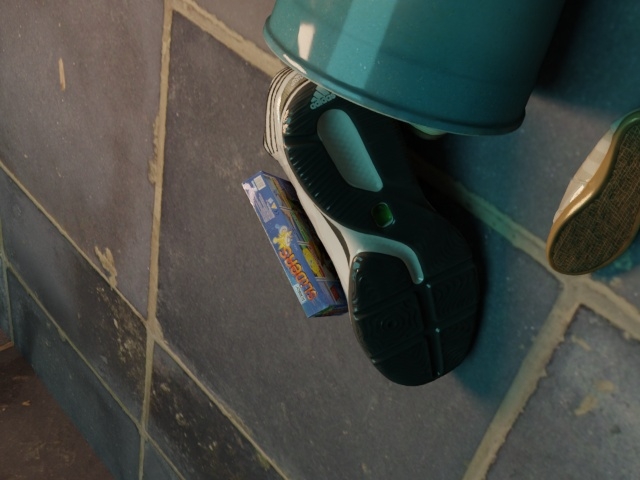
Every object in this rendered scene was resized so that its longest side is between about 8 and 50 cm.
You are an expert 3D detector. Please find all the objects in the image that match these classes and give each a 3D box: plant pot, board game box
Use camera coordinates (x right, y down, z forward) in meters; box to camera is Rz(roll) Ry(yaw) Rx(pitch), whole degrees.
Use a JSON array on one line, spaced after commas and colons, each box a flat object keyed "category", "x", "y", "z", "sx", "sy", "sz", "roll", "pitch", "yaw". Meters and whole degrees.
[{"category": "plant pot", "x": 0.110, "y": -0.272, "z": 0.670, "sx": 0.272, "sy": 0.272, "sz": 0.255, "roll": 39, "pitch": 126, "yaw": 30}, {"category": "board game box", "x": -0.023, "y": 0.008, "z": 1.005, "sx": 0.035, "sy": 0.136, "sz": 0.201, "roll": -31, "pitch": 76, "yaw": 16}]

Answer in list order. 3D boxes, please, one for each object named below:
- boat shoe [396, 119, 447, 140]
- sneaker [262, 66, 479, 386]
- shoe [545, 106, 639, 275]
[{"category": "boat shoe", "x": 0.070, "y": -0.207, "z": 0.888, "sx": 0.257, "sy": 0.095, "sz": 0.095, "roll": 55, "pitch": 155, "yaw": 22}, {"category": "sneaker", "x": 0.060, "y": -0.035, "z": 0.968, "sx": 0.257, "sy": 0.169, "sz": 0.447, "roll": -121, "pitch": 6, "yaw": -63}, {"category": "shoe", "x": 0.291, "y": -0.049, "z": 0.738, "sx": 0.077, "sy": 0.058, "sz": 0.219, "roll": 20, "pitch": 135, "yaw": 4}]
